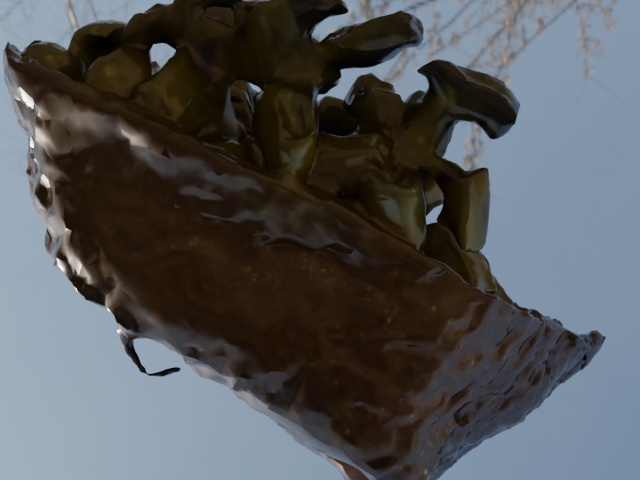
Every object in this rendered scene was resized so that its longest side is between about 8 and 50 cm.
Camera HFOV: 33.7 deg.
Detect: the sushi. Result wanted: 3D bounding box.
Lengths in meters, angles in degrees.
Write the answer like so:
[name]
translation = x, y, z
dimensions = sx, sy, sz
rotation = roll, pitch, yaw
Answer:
[sushi]
translation = -0.003, -0.002, 0.471
dimensions = 0.296, 0.167, 0.179
rotation = 35, -92, 2
